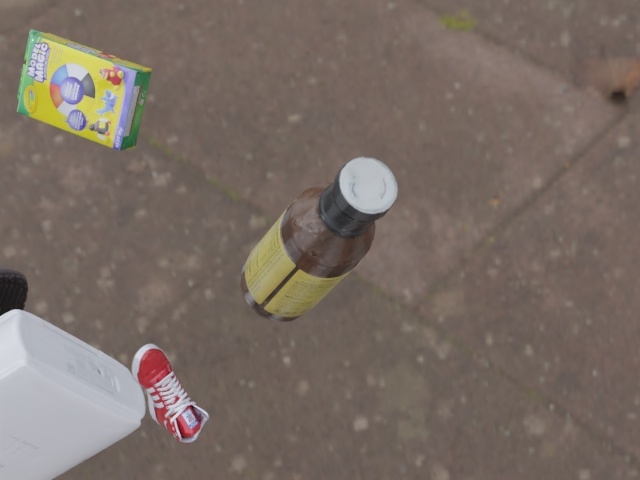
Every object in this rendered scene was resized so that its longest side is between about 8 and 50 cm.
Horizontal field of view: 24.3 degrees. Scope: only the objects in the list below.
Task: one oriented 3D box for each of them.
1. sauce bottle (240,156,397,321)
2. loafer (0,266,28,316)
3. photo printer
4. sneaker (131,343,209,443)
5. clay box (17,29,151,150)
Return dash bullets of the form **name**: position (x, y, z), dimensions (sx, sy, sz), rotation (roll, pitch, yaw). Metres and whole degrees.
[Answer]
- **sauce bottle**: position (0.000, 0.000, 1.770), dimensions (0.111, 0.344, 0.111), rotation (7, 68, -19)
- **loafer**: position (-0.544, 0.068, 1.972), dimensions (0.130, 0.366, 0.133), rotation (20, 90, 25)
- **photo printer**: position (-0.420, 0.232, 1.914), dimensions (0.307, 0.256, 0.107), rotation (-30, 51, 18)
- **sneaker**: position (-0.150, 0.158, 1.503), dimensions (0.042, 0.118, 0.067), rotation (-37, 49, -21)
- **clay box**: position (-0.372, -0.231, 2.256), dimensions (0.222, 0.127, 0.053), rotation (20, 18, 19)
